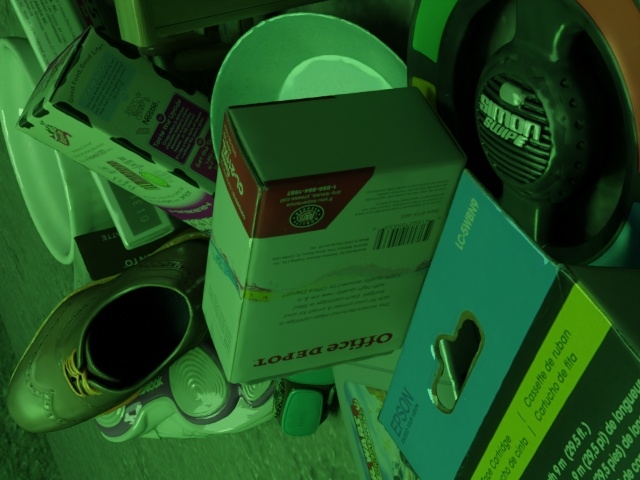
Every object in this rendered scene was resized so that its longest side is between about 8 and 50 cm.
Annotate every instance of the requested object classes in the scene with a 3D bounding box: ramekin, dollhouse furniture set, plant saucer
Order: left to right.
[{"bbox_3d":[-0.288,-0.121,1.249,0.277,0.135,0.277,45,145,45],"label":"ramekin"},{"bbox_3d":[-0.112,-0.232,0.778,0.242,0.161,0.212,31,133,55],"label":"dollhouse furniture set"},{"bbox_3d":[0.009,-0.069,0.731,0.195,0.037,0.195,16,121,29],"label":"plant saucer"}]

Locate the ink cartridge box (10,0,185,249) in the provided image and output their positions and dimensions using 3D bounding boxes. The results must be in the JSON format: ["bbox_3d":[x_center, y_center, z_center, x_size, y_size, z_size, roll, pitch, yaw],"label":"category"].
[{"bbox_3d":[-0.192,-0.144,1.033,0.239,0.060,0.275,-51,-62,-75],"label":"ink cartridge box"}]

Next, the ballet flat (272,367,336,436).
[{"bbox_3d":[-0.009,0.108,0.925,0.070,0.070,0.188,59,149,25],"label":"ballet flat"}]

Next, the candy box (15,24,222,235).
[{"bbox_3d":[-0.120,-0.072,0.847,0.159,0.233,0.071,-2,61,64],"label":"candy box"}]

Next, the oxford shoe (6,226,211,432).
[{"bbox_3d":[-0.219,0.105,1.021,0.364,0.133,0.130,-38,92,31],"label":"oxford shoe"}]

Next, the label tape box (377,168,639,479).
[{"bbox_3d":[0.175,0.142,0.505,0.333,0.106,0.240,56,151,31],"label":"label tape box"}]

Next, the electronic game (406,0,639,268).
[{"bbox_3d":[0.117,-0.064,0.556,0.229,0.048,0.229,44,143,46],"label":"electronic game"}]

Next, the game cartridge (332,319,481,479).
[{"bbox_3d":[0.088,0.171,0.772,0.198,0.062,0.297,-5,102,60],"label":"game cartridge"}]

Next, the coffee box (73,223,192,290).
[{"bbox_3d":[-0.214,0.088,1.231,0.098,0.141,0.246,59,153,29],"label":"coffee box"}]

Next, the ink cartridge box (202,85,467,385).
[{"bbox_3d":[0.000,0.000,0.638,0.175,0.127,0.072,104,149,-44],"label":"ink cartridge box"}]

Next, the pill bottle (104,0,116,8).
[{"bbox_3d":[-0.172,-0.271,0.967,0.086,0.086,0.152,12,118,62],"label":"pill bottle"}]

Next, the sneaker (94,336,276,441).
[{"bbox_3d":[-0.120,0.160,1.144,0.305,0.152,0.114,-15,74,44],"label":"sneaker"}]
